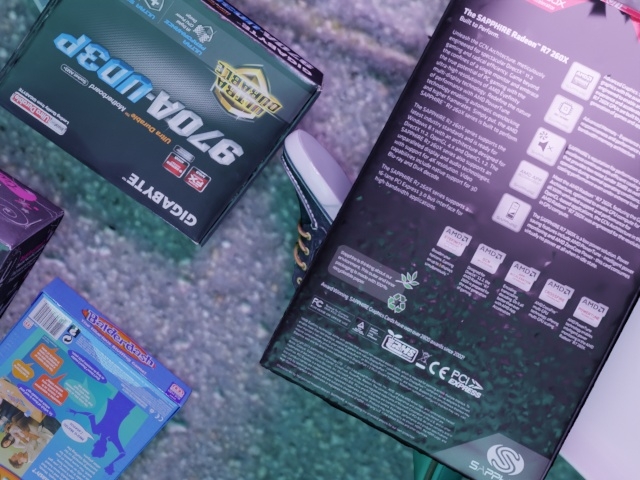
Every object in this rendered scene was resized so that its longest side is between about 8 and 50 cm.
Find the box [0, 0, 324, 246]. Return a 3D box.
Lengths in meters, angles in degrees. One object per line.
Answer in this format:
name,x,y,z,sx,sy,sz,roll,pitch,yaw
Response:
box,-0.134,-0.128,1.293,0.220,0.051,0.175,36,108,-10

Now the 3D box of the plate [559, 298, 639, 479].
plate,0.317,0.104,1.270,0.277,0.045,0.278,-45,94,0

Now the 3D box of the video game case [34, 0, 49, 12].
video game case,-0.191,-0.296,1.286,0.183,0.023,0.201,-27,99,15

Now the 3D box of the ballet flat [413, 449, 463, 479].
ballet flat,0.123,0.102,1.322,0.087,0.083,0.247,35,109,24

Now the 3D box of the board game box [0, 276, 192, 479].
board game box,-0.241,0.162,1.406,0.160,0.047,0.210,41,107,-3

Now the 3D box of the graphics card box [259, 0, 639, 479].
graphics card box,0.140,-0.012,1.202,0.232,0.094,0.371,27,86,7

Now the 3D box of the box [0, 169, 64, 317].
box,-0.366,-0.025,1.316,0.247,0.163,0.142,35,104,-1

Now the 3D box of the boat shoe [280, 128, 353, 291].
boat shoe,0.000,0.000,1.301,0.083,0.065,0.183,-27,112,17
